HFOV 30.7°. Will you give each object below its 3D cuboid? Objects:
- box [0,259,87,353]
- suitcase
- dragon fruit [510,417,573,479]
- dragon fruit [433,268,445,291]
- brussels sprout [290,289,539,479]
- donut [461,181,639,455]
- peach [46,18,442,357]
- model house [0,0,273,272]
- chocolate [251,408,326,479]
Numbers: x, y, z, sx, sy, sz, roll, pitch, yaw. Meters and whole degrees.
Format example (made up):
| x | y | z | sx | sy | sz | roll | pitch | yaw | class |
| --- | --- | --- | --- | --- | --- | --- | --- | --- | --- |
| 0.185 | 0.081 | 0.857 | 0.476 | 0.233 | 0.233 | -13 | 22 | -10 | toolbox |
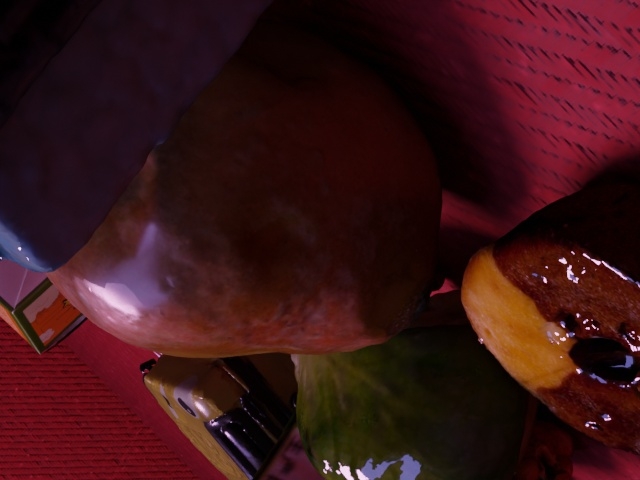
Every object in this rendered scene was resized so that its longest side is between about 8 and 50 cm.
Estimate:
| x | y | z | sx | sy | sz | roll | pitch | yaw | class |
| --- | --- | --- | --- | --- | --- | --- | --- | --- | --- |
| -0.346 | -0.004 | 1.388 | 0.195 | 0.177 | 0.148 | 38 | 160 | 18 | box |
| -0.065 | 0.169 | 1.217 | 0.194 | 0.143 | 0.235 | 51 | 161 | -17 | suitcase |
| 0.097 | 0.167 | 0.851 | 0.172 | 0.166 | 0.160 | -27 | 66 | 40 | dragon fruit |
| 0.000 | 0.000 | 0.840 | 0.190 | 0.094 | 0.094 | 5 | 142 | 30 | dragon fruit |
| 0.054 | 0.104 | 0.732 | 0.131 | 0.145 | 0.183 | 3 | 176 | -38 | brussels sprout |
| 0.157 | 0.042 | 0.581 | 0.166 | 0.073 | 0.184 | 43 | 161 | 8 | donut |
| -0.043 | -0.022 | 0.668 | 0.236 | 0.214 | 0.214 | 21 | 157 | 8 | peach |
| -0.186 | -0.156 | 0.524 | 0.230 | 0.280 | 0.249 | 18 | 155 | 40 | model house |
| 0.038 | 0.298 | 1.065 | 0.137 | 0.288 | 0.301 | 15 | 148 | 36 | chocolate |
